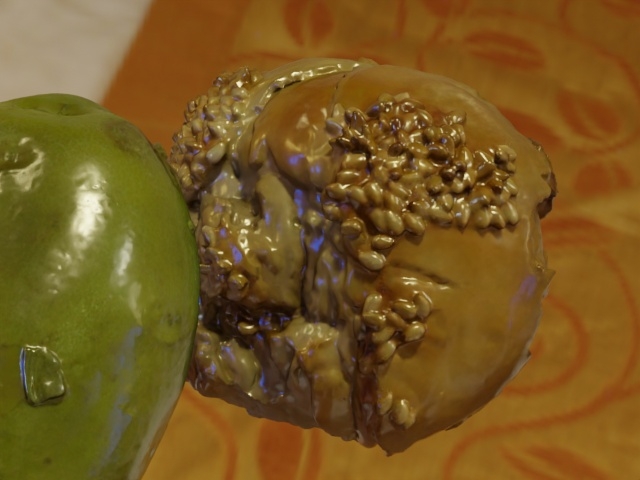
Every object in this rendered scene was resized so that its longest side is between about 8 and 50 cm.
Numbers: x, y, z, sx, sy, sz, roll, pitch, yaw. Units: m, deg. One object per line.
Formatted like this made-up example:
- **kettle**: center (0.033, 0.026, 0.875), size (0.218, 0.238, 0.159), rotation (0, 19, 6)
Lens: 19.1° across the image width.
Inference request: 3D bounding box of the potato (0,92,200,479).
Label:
- **potato**: center (-0.157, 0.041, 0.991), size (0.186, 0.148, 0.253), rotation (3, 73, -6)

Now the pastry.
- **pastry**: center (0.000, 0.000, 1.248), size (0.311, 0.255, 0.162), rotation (10, -2, 40)
